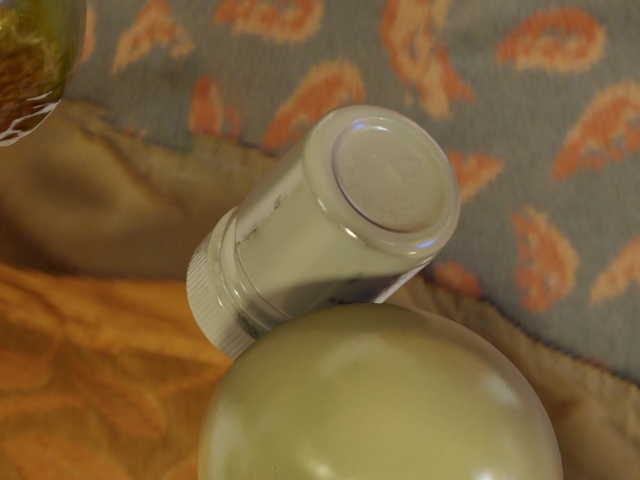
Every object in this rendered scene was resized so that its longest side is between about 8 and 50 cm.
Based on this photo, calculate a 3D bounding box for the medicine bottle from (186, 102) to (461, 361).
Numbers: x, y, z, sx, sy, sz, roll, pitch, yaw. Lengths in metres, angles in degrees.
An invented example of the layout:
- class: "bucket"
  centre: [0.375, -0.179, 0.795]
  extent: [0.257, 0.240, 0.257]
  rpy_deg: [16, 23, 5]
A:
- class: "medicine bottle"
  centre: [0.000, 0.000, 1.144]
  extent: [0.105, 0.105, 0.168]
  rpy_deg: [32, 141, -12]

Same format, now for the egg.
- class: "egg"
  centre: [0.027, 0.126, 1.062]
  extent: [0.186, 0.241, 0.186]
  rpy_deg: [-5, 100, -31]

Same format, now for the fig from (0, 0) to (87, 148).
- class: "fig"
  centre: [-0.198, -0.124, 0.941]
  extent: [0.181, 0.191, 0.181]
  rpy_deg: [8, 125, 12]
